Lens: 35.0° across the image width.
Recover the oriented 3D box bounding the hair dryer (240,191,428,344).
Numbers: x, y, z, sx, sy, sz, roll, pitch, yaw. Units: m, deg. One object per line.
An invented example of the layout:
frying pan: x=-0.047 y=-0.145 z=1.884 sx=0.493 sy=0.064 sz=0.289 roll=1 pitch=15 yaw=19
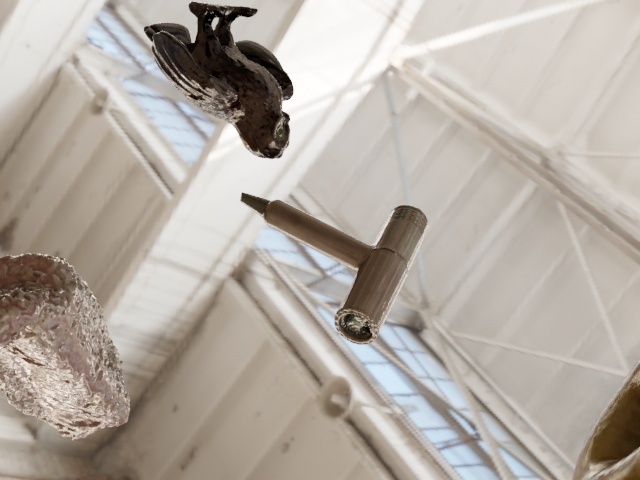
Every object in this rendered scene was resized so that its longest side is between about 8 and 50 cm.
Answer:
hair dryer: x=-0.007 y=0.006 z=1.148 sx=0.195 sy=0.220 sz=0.054 roll=-61 pitch=167 yaw=-47

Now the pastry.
pastry: x=-0.242 y=0.088 z=0.889 sx=0.102 sy=0.265 sz=0.112 roll=-6 pitch=-116 yaw=4

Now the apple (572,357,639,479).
apple: x=0.311 y=0.181 z=0.715 sx=0.301 sy=0.301 sz=0.302 roll=-19 pitch=-119 yaw=39

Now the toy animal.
toy animal: x=-0.102 y=-0.163 z=1.078 sx=0.116 sy=0.218 sz=0.179 roll=-17 pitch=-86 yaw=21
